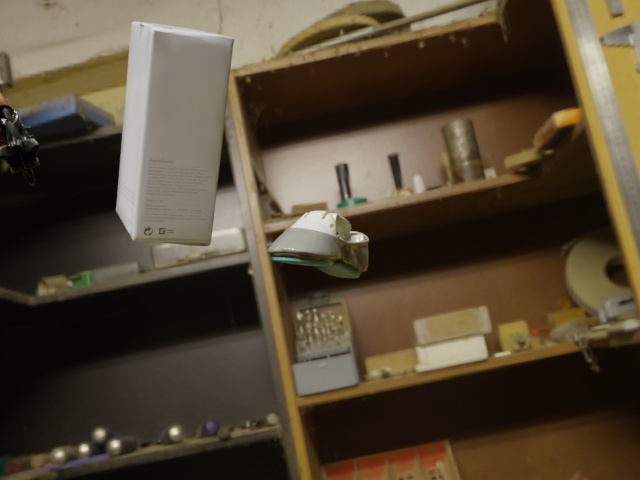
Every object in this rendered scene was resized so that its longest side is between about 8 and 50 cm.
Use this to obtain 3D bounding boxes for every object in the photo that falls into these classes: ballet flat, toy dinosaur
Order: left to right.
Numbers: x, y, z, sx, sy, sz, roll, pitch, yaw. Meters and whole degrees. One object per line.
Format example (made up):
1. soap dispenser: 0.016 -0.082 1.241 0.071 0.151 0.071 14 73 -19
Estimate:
1. toy dinosaur: -0.474 -0.179 1.045 0.164 0.218 0.322 -30 -17 16
2. ballet flat: 0.000 0.000 0.842 0.072 0.068 0.213 5 -5 21

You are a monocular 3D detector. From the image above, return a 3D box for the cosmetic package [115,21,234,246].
1. cosmetic package: -0.281 -0.205 1.442 0.156 0.384 0.217 3 18 -25
